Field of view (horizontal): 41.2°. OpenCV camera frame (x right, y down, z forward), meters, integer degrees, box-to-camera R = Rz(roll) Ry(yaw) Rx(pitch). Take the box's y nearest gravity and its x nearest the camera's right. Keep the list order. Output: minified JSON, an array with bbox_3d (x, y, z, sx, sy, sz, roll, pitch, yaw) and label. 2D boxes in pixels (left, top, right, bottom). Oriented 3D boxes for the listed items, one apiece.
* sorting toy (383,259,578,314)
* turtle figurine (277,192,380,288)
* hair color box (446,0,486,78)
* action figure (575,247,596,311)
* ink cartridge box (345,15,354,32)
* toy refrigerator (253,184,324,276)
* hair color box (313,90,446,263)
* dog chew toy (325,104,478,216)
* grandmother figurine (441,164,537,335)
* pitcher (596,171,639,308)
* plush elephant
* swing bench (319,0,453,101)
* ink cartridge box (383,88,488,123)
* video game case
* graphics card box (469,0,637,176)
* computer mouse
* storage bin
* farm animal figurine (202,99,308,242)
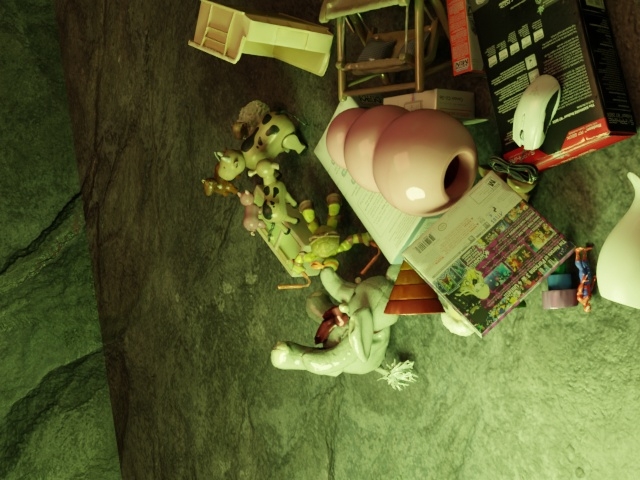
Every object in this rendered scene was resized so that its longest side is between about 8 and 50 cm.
[{"bbox_3d":[0.294,0.073,1.602,0.366,0.127,0.126,-5,85,21],"label":"sorting toy"},{"bbox_3d":[0.000,0.000,2.036,0.270,0.087,0.217,-22,56,18],"label":"turtle figurine"},{"bbox_3d":[0.303,-0.407,1.672,0.053,0.093,0.167,-7,87,53],"label":"hair color box"},{"bbox_3d":[0.473,0.070,1.518,0.030,0.038,0.115,-2,89,49],"label":"action figure"},{"bbox_3d":[-0.011,-0.636,1.937,0.066,0.296,0.261,-14,77,12],"label":"ink cartridge box"},{"bbox_3d":[-0.091,-0.029,2.220,0.269,0.094,0.102,51,130,38],"label":"toy refrigerator"},{"bbox_3d":[0.144,-0.145,1.884,0.374,0.114,0.185,57,134,33],"label":"hair color box"},{"bbox_3d":[0.141,-0.173,1.669,0.332,0.207,0.206,24,112,41],"label":"dog chew toy"},{"bbox_3d":[0.313,0.027,1.679,0.208,0.104,0.342,33,116,48],"label":"grandmother figurine"},{"bbox_3d":[0.543,0.011,1.358,0.178,0.126,0.207,23,99,49],"label":"pitcher"},{"bbox_3d":[0.076,0.167,1.880,0.330,0.272,0.255,22,127,21],"label":"plush elephant"},{"bbox_3d":[0.143,-0.437,1.754,0.253,0.165,0.254,4,115,50],"label":"swing bench"},{"bbox_3d":[0.237,-0.270,1.750,0.198,0.115,0.067,2,94,52],"label":"ink cartridge box"},{"bbox_3d":[0.300,0.022,1.534,0.232,0.042,0.210,-43,70,-2],"label":"video game case"},{"bbox_3d":[0.409,-0.324,1.535,0.233,0.094,0.370,-24,74,52],"label":"graphics card box"},{"bbox_3d":[0.361,-0.199,1.495,0.106,0.042,0.192,39,123,47],"label":"computer mouse"},{"bbox_3d":[-0.145,-0.506,2.127,0.260,0.262,0.123,33,116,47],"label":"storage bin"},{"bbox_3d":[-0.162,-0.195,2.162,0.330,0.172,0.326,26,83,39],"label":"farm animal figurine"}]
